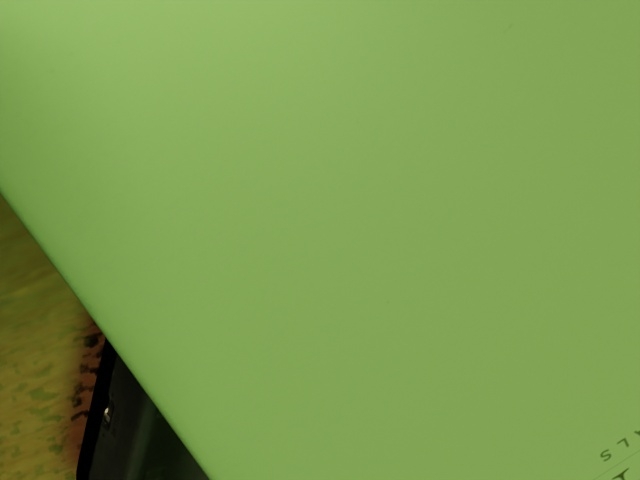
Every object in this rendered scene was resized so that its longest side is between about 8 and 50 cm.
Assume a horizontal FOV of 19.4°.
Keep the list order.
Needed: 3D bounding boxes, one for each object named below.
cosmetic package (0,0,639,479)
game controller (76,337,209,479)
[{"bbox_3d":[-0.006,-0.077,0.480,0.197,0.155,0.365,-33,128,-2],"label":"cosmetic package"},{"bbox_3d":[0.000,0.000,0.724,0.166,0.067,0.319,-22,145,-37],"label":"game controller"}]
